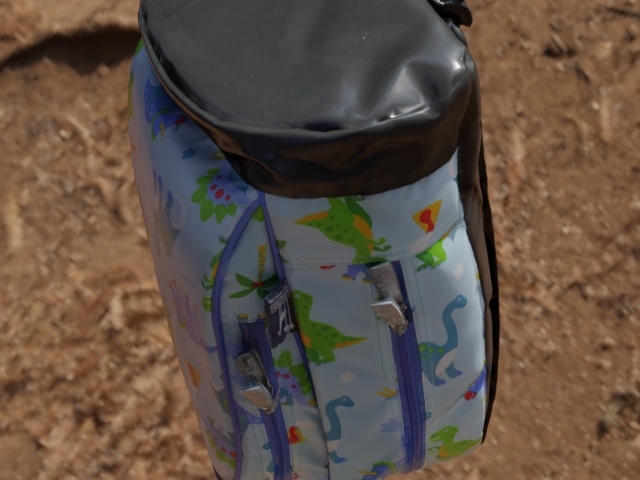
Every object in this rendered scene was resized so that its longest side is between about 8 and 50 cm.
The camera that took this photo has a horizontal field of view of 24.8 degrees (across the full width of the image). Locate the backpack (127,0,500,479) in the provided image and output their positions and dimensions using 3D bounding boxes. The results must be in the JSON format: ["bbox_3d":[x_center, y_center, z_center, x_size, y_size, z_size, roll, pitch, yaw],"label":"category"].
[{"bbox_3d":[0.000,0.000,0.924,0.273,0.355,0.290,-30,43,-1],"label":"backpack"}]
